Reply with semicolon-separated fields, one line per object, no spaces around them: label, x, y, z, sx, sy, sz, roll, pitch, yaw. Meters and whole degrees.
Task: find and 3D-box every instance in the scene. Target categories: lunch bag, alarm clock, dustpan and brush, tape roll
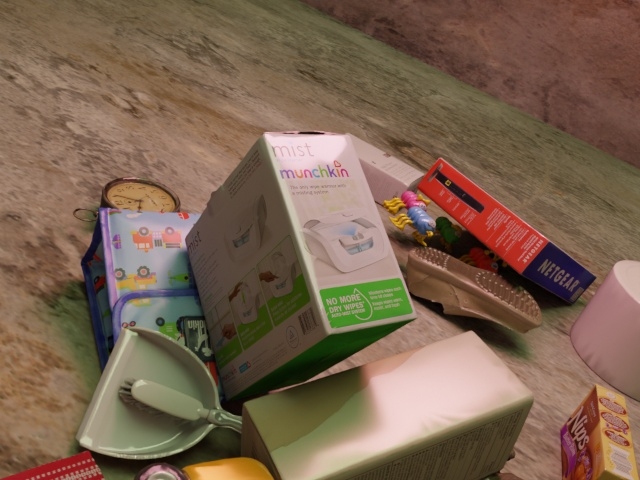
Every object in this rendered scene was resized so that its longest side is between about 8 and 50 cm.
lunch bag;-0.186;0.111;0.863;0.221;0.138;0.293;1;52;-32
alarm clock;-0.323;-0.050;1.067;0.192;0.064;0.129;-8;41;-45
dustpan and brush;-0.150;0.196;0.731;0.211;0.060;0.147;26;60;-18
tape roll;0.638;0.175;1.220;0.246;0.169;0.246;15;31;-9

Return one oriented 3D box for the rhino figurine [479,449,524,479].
rhino figurine;0.271;0.351;0.788;0.243;0.073;0.106;36;27;26

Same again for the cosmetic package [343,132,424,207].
cosmetic package;0.122;-0.169;1.533;0.231;0.085;0.117;32;31;15

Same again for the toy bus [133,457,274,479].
toy bus;-0.183;0.283;0.511;0.332;0.108;0.130;-6;41;-39

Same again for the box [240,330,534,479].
box;0.074;0.227;0.725;0.311;0.148;0.121;-11;39;-25

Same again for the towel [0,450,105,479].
towel;-0.243;0.323;0.547;0.198;0.031;0.275;-8;41;-41

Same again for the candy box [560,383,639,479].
candy box;0.396;0.307;0.907;0.053;0.109;0.187;24;30;6

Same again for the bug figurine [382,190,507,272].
bug figurine;0.247;-0.019;1.296;0.279;0.072;0.216;29;15;-31

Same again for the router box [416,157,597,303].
router box;0.399;-0.016;1.341;0.335;0.082;0.301;23;19;-49

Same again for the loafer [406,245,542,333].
loafer;0.279;0.102;1.181;0.268;0.092;0.102;28;32;16

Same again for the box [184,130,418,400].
box;-0.045;0.038;0.750;0.126;0.262;0.231;-5;66;-34
